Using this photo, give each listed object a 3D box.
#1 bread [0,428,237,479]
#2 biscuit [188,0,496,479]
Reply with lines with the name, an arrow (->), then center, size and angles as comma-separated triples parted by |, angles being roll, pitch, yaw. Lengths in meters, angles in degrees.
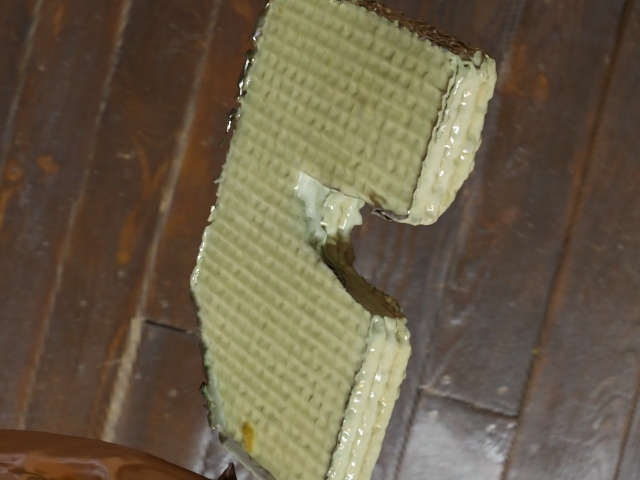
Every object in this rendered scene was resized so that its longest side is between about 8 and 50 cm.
bread -> -0.130, 0.159, 0.422 | 0.163, 0.204, 0.262 | 35, 121, -2
biscuit -> 0.000, 0.000, 0.690 | 0.147, 0.046, 0.250 | 32, 112, 44
